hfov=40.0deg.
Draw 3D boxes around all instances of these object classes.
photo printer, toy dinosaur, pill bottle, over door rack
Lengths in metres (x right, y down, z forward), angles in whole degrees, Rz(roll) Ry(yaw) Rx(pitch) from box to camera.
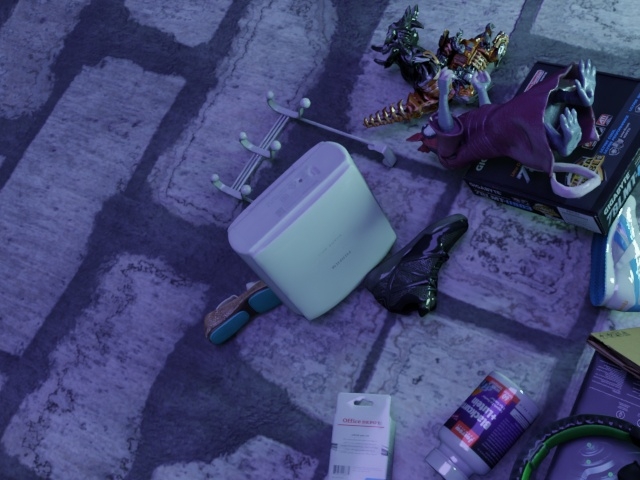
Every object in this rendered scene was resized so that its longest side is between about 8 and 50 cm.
[{"bbox_3d":[0.000,0.000,1.586,0.256,0.307,0.107,-43,53,-5],"label":"photo printer"},{"bbox_3d":[0.222,-0.343,1.772,0.322,0.164,0.218,-33,77,-24],"label":"toy dinosaur"},{"bbox_3d":[0.267,0.323,1.478,0.108,0.108,0.193,40,82,27],"label":"pill bottle"},{"bbox_3d":[-0.043,-0.155,1.782,0.324,0.108,0.240,28,78,25],"label":"over door rack"}]

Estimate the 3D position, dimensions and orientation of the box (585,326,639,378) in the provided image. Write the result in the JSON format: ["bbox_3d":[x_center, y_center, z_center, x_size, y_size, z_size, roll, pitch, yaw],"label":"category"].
[{"bbox_3d":[0.551,0.184,1.398,0.164,0.201,0.021,38,123,51],"label":"box"}]

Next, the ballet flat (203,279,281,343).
[{"bbox_3d":[-0.144,0.119,1.715,0.206,0.073,0.067,-32,48,-3],"label":"ballet flat"}]

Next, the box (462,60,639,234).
[{"bbox_3d":[0.459,-0.181,1.623,0.293,0.073,0.296,24,74,41],"label":"box"}]

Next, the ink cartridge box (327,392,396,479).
[{"bbox_3d":[0.075,0.364,1.544,0.104,0.060,0.180,0,67,17],"label":"ink cartridge box"}]

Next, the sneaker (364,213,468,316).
[{"bbox_3d":[0.204,0.056,1.630,0.227,0.087,0.130,-39,64,0],"label":"sneaker"}]

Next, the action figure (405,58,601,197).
[{"bbox_3d":[0.325,-0.193,1.595,0.370,0.248,0.276,-14,94,44],"label":"action figure"}]

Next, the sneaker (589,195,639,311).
[{"bbox_3d":[0.536,0.022,1.555,0.092,0.087,0.229,15,66,-2],"label":"sneaker"}]

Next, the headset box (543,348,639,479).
[{"bbox_3d":[0.501,0.354,1.383,0.246,0.131,0.283,19,74,23],"label":"headset box"}]

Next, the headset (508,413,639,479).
[{"bbox_3d":[0.454,0.421,1.244,0.243,0.185,0.394,-49,49,-7],"label":"headset"}]
